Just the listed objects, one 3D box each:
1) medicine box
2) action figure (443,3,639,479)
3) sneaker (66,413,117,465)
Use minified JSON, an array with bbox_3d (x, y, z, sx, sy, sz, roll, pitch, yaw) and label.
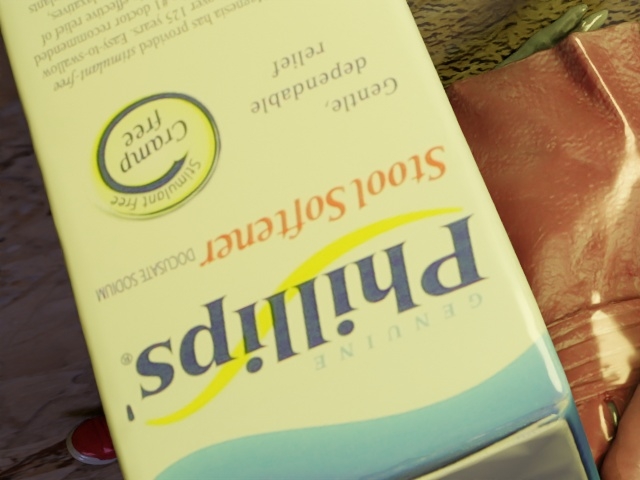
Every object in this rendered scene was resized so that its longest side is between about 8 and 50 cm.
[{"bbox_3d":[0.000,0.000,0.579,0.149,0.289,0.263,-23,156,6],"label":"medicine box"},{"bbox_3d":[0.145,0.060,0.725,0.276,0.370,0.248,-16,153,-1],"label":"action figure"},{"bbox_3d":[-0.145,0.148,1.079,0.118,0.042,0.067,-6,157,-45],"label":"sneaker"}]
